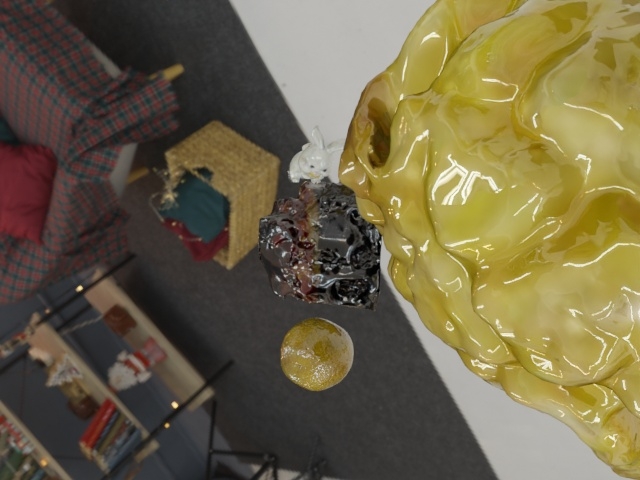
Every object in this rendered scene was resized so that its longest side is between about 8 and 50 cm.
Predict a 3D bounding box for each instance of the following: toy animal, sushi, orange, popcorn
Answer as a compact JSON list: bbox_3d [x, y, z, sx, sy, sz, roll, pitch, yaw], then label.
[{"bbox_3d":[-0.007,-0.145,1.312,0.071,0.085,0.124,22,165,-16],"label":"toy animal"},{"bbox_3d":[0.000,0.000,0.923,0.150,0.172,0.153,4,154,1],"label":"sushi"},{"bbox_3d":[-0.003,0.134,0.860,0.085,0.095,0.085,6,102,31],"label":"orange"},{"bbox_3d":[0.196,-0.022,0.477,0.349,0.349,0.381,25,143,29],"label":"popcorn"}]
